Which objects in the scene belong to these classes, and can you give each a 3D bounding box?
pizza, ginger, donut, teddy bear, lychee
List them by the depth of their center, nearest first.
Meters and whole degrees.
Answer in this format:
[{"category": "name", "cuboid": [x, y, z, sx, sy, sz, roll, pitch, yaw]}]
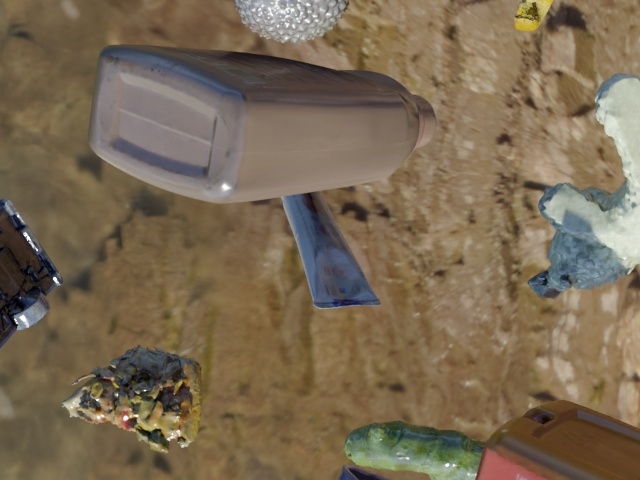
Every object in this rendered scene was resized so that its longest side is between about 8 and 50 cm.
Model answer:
[{"category": "lychee", "cuboid": [-0.053, -0.367, 1.472, 0.197, 0.165, 0.165, 27, 100, 0]}, {"category": "pizza", "cuboid": [-0.279, 0.228, 1.567, 0.226, 0.069, 0.147, 17, 80, 14]}, {"category": "ginger", "cuboid": [0.183, 0.346, 1.639, 0.290, 0.137, 0.089, 11, 70, -2]}, {"category": "teddy bear", "cuboid": [0.480, -0.085, 1.761, 0.327, 0.362, 0.375, -20, 96, -27]}, {"category": "donut", "cuboid": [0.372, -0.411, 1.782, 0.043, 0.097, 0.108, 27, 120, 17]}]

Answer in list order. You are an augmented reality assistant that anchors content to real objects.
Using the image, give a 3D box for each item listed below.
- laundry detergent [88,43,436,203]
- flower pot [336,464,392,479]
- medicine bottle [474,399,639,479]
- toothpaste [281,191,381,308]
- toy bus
[{"category": "laundry detergent", "cuboid": [-0.036, -0.085, 0.670, 0.171, 0.237, 0.076, 22, 111, 32]}, {"category": "flower pot", "cuboid": [0.086, 0.418, 1.139, 0.265, 0.265, 0.243, 28, 89, 13]}, {"category": "medicine bottle", "cuboid": [0.162, 0.231, 0.650, 0.149, 0.112, 0.222, 22, 109, 34]}, {"category": "toothpaste", "cuboid": [0.000, 0.000, 1.579, 0.100, 0.323, 0.066, -1, 125, -17]}, {"category": "toy bus", "cuboid": [-0.448, 0.091, 1.164, 0.175, 0.287, 0.138, -5, 126, 33]}]
